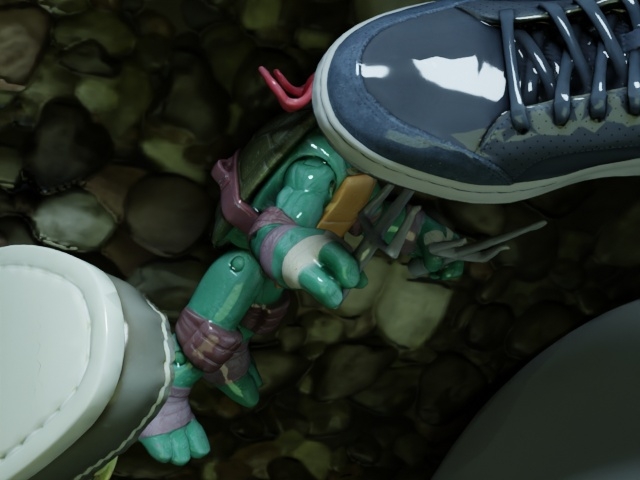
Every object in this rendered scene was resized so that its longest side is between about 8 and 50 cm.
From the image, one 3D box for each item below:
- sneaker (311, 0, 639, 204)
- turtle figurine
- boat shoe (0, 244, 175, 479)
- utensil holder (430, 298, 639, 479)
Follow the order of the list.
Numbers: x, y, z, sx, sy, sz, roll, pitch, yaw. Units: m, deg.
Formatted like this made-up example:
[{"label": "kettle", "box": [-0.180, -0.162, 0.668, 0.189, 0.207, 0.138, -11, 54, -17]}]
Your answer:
[{"label": "sneaker", "box": [0.120, -0.077, 0.430, 0.226, 0.086, 0.163, -1, 160, -14]}, {"label": "turtle figurine", "box": [0.000, 0.000, 0.599, 0.234, 0.118, 0.175, -48, 159, 27]}, {"label": "boat shoe", "box": [-0.148, 0.082, 0.595, 0.091, 0.109, 0.305, 18, 151, -34]}, {"label": "utensil holder", "box": [0.267, 0.253, 0.687, 0.328, 0.327, 0.385, -38, 120, 20]}]
